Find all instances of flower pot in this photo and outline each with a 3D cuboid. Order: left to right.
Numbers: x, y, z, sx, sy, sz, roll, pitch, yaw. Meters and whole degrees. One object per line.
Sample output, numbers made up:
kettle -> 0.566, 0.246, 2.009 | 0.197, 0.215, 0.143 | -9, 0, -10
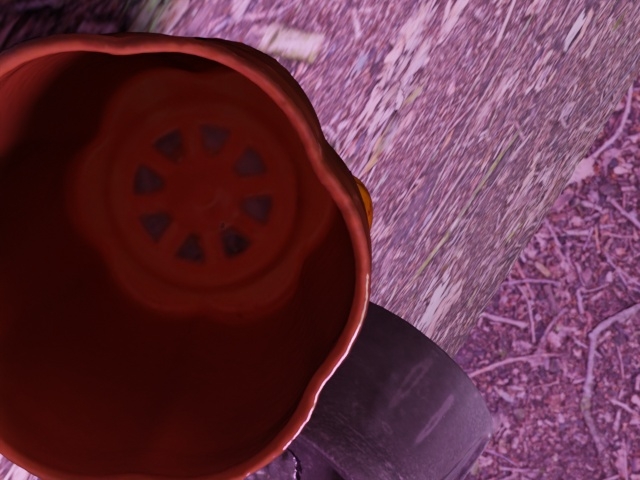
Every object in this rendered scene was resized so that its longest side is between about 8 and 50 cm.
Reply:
flower pot -> -0.066, -0.003, 0.844 | 0.191, 0.190, 0.173 | -59, 180, 12
flower pot -> -0.034, 0.081, 1.036 | 0.108, 0.229, 0.103 | -42, 155, -45

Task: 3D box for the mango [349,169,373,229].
mango -> 0.000, 0.000, 1.376 | 0.080, 0.060, 0.114 | -68, 179, -50
